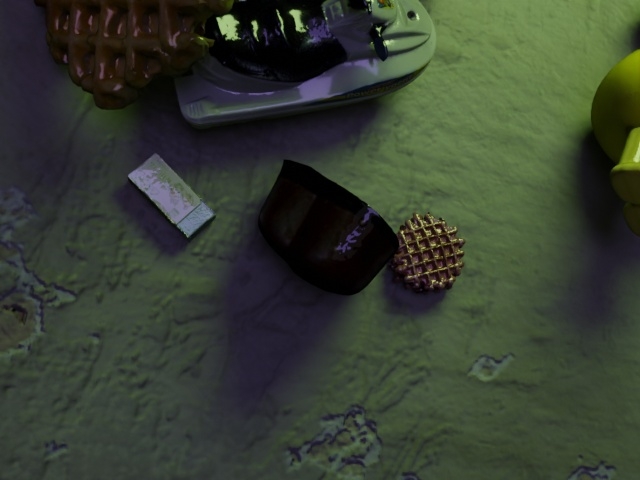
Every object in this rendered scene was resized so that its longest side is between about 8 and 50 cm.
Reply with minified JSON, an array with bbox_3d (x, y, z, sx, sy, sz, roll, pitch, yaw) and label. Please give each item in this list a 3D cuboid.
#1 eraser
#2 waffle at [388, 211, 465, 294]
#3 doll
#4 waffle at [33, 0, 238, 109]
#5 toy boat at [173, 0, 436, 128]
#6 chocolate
[{"bbox_3d":[-0.141,-0.041,0.621,0.083,0.019,0.038,46,71,0],"label":"eraser"},{"bbox_3d":[0.108,0.013,0.658,0.075,0.029,0.083,23,71,-7],"label":"waffle"},{"bbox_3d":[0.389,-0.168,0.717,0.199,0.145,0.363,53,56,-38],"label":"doll"},{"bbox_3d":[-0.166,-0.251,0.572,0.052,0.254,0.245,-5,63,-58],"label":"waffle"},{"bbox_3d":[-0.015,-0.197,0.629,0.270,0.141,0.140,-15,81,-1],"label":"toy boat"},{"bbox_3d":[0.000,0.000,0.607,0.149,0.125,0.080,34,79,35],"label":"chocolate"}]
